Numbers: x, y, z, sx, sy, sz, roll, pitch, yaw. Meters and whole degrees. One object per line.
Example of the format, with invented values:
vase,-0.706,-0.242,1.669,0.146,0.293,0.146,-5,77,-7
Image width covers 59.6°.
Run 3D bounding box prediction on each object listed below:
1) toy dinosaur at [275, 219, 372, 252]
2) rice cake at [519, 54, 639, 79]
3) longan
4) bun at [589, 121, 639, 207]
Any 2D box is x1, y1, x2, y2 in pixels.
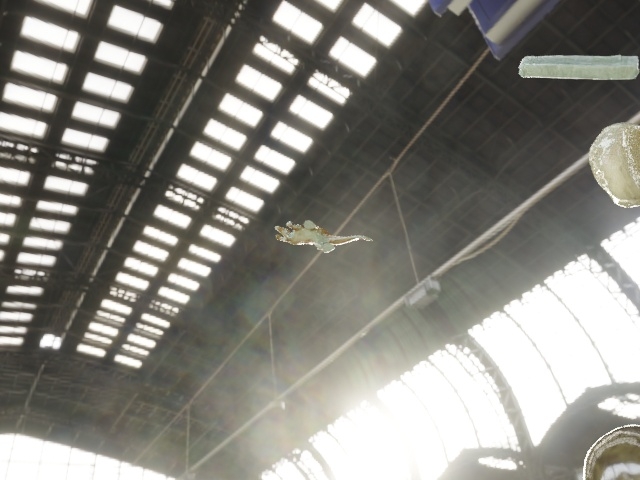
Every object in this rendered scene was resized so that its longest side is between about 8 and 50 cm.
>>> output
toy dinosaur,-0.002,0.000,1.240,0.211,0.057,0.142,16,-6,-2
rice cake,0.398,-0.269,0.867,0.170,0.033,0.029,9,-41,26
longan,0.567,0.421,0.904,0.245,0.246,0.215,-13,1,6
bun,0.640,-0.157,1.187,0.183,0.184,0.102,14,-16,-25
